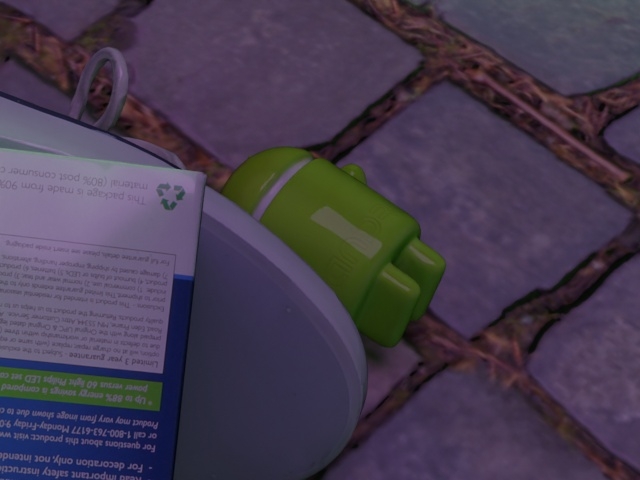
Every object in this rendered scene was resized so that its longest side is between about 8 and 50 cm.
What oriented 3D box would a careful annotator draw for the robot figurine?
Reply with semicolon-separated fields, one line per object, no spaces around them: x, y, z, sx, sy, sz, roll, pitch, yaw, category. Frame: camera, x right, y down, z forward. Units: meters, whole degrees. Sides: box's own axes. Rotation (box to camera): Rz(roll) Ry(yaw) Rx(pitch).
0.000;0.000;0.592;0.115;0.067;0.101;33;45;14;robot figurine

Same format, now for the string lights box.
-0.116;0.103;0.391;0.133;0.077;0.259;7;82;-8;string lights box

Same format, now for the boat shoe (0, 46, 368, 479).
-0.147;-0.023;0.539;0.367;0.136;0.156;22;25;-7;boat shoe
